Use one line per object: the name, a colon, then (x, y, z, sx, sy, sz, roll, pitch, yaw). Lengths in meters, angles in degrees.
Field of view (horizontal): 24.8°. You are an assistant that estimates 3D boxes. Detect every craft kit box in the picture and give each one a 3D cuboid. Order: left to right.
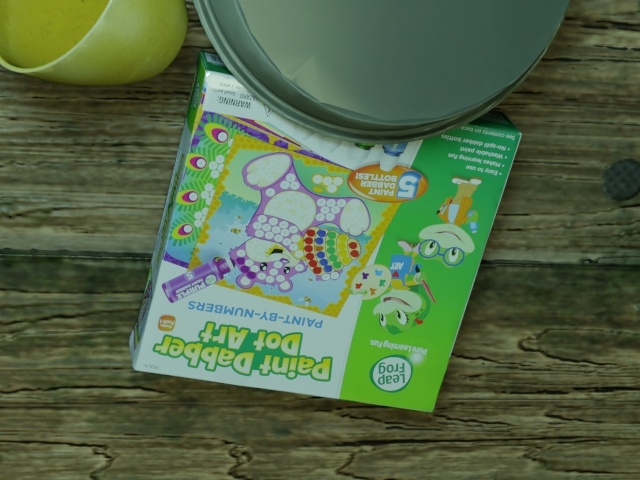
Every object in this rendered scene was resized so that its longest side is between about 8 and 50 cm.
craft kit box: (0.000, 0.000, 1.119, 0.250, 0.061, 0.246, 9, 114, -15)

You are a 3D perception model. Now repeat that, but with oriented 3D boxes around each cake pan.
cake pan: (0.054, -0.208, 1.006, 0.293, 0.054, 0.293, -3, 103, -14)

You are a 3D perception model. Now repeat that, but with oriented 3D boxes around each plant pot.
plant pot: (-0.146, -0.158, 0.988, 0.134, 0.134, 0.095, -50, 139, 12)
